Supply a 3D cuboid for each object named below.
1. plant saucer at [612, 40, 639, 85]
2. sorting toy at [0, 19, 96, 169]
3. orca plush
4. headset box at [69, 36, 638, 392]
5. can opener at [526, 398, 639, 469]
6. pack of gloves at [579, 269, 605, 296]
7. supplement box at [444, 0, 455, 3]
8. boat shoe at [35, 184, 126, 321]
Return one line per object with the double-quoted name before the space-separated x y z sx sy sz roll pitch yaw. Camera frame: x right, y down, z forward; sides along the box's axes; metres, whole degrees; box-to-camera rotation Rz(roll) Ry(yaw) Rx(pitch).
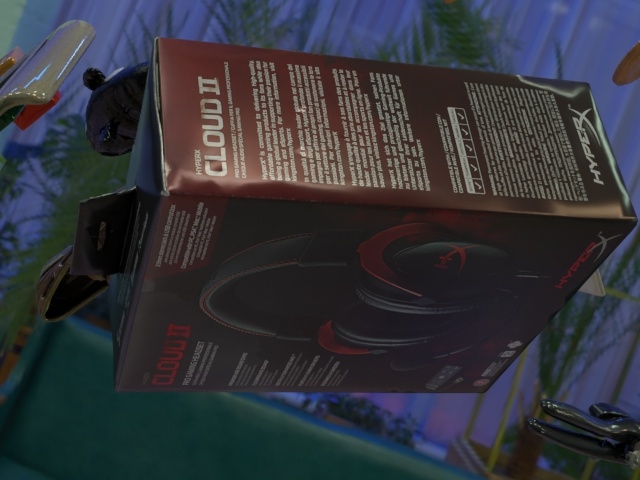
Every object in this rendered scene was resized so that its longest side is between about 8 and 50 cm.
"plant saucer" 0.387 -0.218 1.206 0.013 0.083 0.083 49 13 21
"sorting toy" -0.249 -0.073 0.721 0.047 0.196 0.348 53 15 -23
"orca plush" -0.235 -0.149 1.284 0.287 0.102 0.151 -6 -39 43
"headset box" 0.000 0.000 0.609 0.293 0.110 0.218 3 -35 -18
"can opener" 0.291 0.209 1.084 0.186 0.059 0.073 15 11 -35
"pack of gloves" 0.213 -0.031 1.162 0.195 0.046 0.232 8 -51 43
"supplement box" 0.157 -0.443 1.368 0.233 0.080 0.078 68 10 24
"boat shoe" -0.358 0.030 1.659 0.110 0.307 0.104 33 30 -25
